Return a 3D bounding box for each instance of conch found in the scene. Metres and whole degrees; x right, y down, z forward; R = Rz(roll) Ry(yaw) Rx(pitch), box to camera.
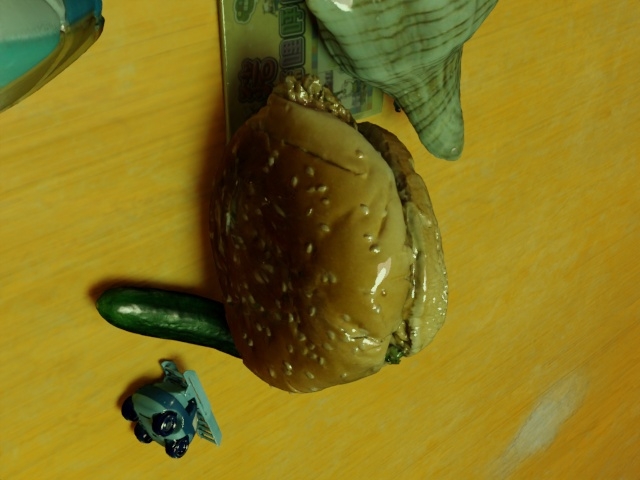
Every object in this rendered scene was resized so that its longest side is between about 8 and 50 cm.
[{"bbox_3d":[0.082,-0.225,0.620,0.203,0.169,0.386,-17,113,-5],"label":"conch"}]

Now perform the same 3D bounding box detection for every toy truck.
[{"bbox_3d":[-0.149,0.192,0.762,0.074,0.063,0.136,-50,144,-36],"label":"toy truck"}]

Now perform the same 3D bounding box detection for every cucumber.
[{"bbox_3d":[-0.103,0.089,0.742,0.284,0.056,0.056,23,98,-48],"label":"cucumber"}]

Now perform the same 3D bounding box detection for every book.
[{"bbox_3d":[-0.010,-0.180,0.695,0.192,0.013,0.168,-21,128,-32],"label":"book"}]

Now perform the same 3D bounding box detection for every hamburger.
[{"bbox_3d":[0.000,0.000,0.644,0.146,0.243,0.286,-6,115,-37],"label":"hamburger"}]

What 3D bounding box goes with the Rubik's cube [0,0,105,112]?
[{"bbox_3d":[-0.277,-0.145,0.398,0.254,0.254,0.254,-22,127,-32],"label":"Rubik's cube"}]
